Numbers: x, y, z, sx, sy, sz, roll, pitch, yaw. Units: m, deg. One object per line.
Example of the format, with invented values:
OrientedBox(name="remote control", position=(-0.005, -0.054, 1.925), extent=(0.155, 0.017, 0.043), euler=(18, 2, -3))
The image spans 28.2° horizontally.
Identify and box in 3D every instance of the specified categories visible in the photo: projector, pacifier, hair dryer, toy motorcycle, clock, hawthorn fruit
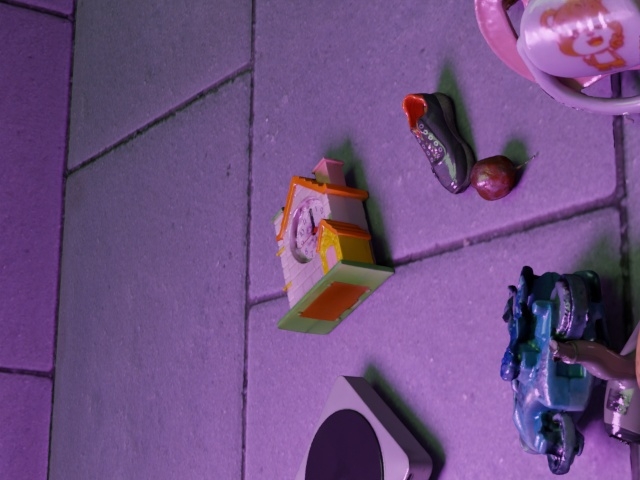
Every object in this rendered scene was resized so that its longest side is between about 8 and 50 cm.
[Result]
OrientedBox(name="projector", position=(0.063, 0.386, 2.035), extent=(0.259, 0.079, 0.257), euler=(47, 121, 52))
OrientedBox(name="pacifier", position=(0.358, -0.309, 1.618), extent=(0.332, 0.220, 0.273), euler=(-8, 73, 36))
OrientedBox(name="hair dryer", position=(0.375, 0.107, 1.524), extent=(0.088, 0.225, 0.219), euler=(14, 63, 50))
OrientedBox(name="toy motorcycle", position=(0.302, 0.165, 1.669), extent=(0.206, 0.154, 0.260), euler=(-176, 91, -81))
OrientedBox(name="clock", position=(0.000, 0.000, 2.213), extent=(0.220, 0.106, 0.255), euler=(-46, 45, 42))
OrientedBox(name="hawthorn fruit", position=(0.270, -0.097, 1.865), extent=(0.103, 0.067, 0.066), euler=(-16, 66, 27))

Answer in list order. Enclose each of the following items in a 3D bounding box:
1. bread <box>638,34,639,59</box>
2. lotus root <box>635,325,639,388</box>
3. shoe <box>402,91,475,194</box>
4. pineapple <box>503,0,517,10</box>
OrientedBox(name="bread", position=(0.470, -0.223, 1.448), extent=(0.211, 0.083, 0.114), euler=(19, 102, 15))
OrientedBox(name="lotus root", position=(0.443, 0.100, 1.434), extent=(0.160, 0.146, 0.284), euler=(10, 89, 21))
OrientedBox(name="shoe", position=(0.178, -0.154, 1.995), extent=(0.074, 0.077, 0.194), euler=(-47, 45, 41))
OrientedBox(name="pineapple", position=(0.283, -0.466, 1.880), extent=(0.111, 0.119, 0.237), euler=(51, 129, 52))
